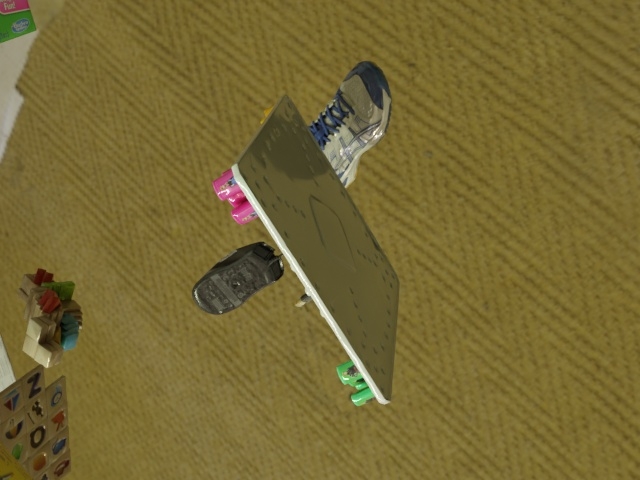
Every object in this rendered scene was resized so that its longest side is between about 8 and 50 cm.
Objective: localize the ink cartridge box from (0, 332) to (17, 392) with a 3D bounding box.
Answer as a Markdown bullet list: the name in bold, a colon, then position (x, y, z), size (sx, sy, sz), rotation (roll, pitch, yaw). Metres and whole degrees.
- **ink cartridge box**: position (-0.731, 0.280, 1.601), size (0.066, 0.232, 0.189), rotation (32, 136, 44)

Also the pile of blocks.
- **pile of blocks**: position (-0.623, 0.159, 1.913), size (0.362, 0.149, 0.112), rotation (50, 125, 57)

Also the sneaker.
- **sneaker**: position (0.027, -0.187, 1.460), size (0.112, 0.131, 0.296), rotation (51, 139, 28)

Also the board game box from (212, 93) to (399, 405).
- **board game box**: position (0.000, 0.000, 1.220), size (0.050, 0.390, 0.390), rotation (-26, 108, 18)

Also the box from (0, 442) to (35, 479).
- **box**: position (-0.454, 0.418, 0.980), size (0.177, 0.279, 0.290), rotation (-10, 139, 0)

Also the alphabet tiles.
- **alphabet tiles**: position (-0.547, 0.406, 1.452), size (0.011, 0.285, 0.342), rotation (13, 116, 18)

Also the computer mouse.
- **computer mouse**: position (-0.107, 0.073, 1.567), size (0.262, 0.060, 0.184), rotation (-37, 117, 13)

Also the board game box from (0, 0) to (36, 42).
- **board game box**: position (-0.660, -0.489, 1.417), size (0.064, 0.242, 0.316), rotation (14, 127, 35)
